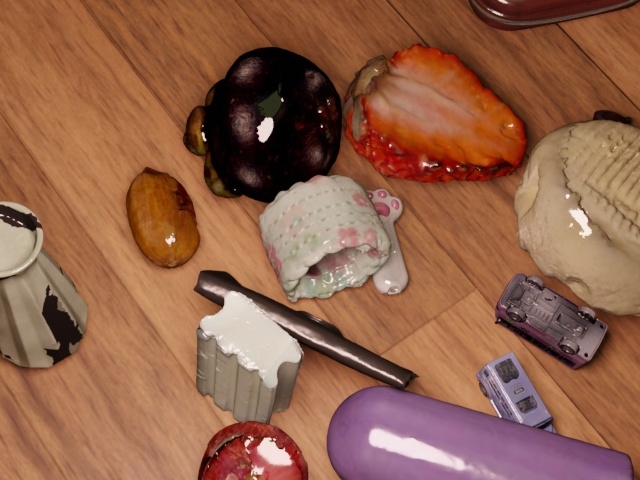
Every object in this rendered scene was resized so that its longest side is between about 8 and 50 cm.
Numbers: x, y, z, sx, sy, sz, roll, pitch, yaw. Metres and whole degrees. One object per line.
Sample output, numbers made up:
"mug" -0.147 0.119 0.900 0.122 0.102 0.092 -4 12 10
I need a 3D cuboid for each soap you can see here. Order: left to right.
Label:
"soap" -0.112 0.192 1.663 0.150 0.261 0.094 35 63 11

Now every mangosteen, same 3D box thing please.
"mangosteen" -0.100 -0.194 1.864 0.233 0.287 0.288 -7 63 -38

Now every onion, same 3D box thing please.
"onion" -0.095 0.359 1.662 0.184 0.147 0.184 4 103 16

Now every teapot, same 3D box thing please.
"teapot" 0.542 -0.213 2.028 0.100 0.045 0.068 -8 43 -27

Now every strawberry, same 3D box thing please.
"strawberry" 0.199 -0.196 1.945 0.336 0.149 0.265 22 58 -6

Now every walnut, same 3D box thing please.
"walnut" -0.272 -0.043 1.847 0.115 0.116 0.207 -17 60 -12

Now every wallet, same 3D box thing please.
"wallet" -0.018 0.146 1.731 0.377 0.197 0.051 26 89 8

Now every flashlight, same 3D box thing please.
"flashlight" 0.109 0.001 1.887 0.093 0.047 0.200 -6 65 -7

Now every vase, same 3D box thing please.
"vase" -0.446 0.073 1.632 0.165 0.360 0.165 2 65 -4

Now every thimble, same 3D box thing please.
"thimble" 0.000 0.000 1.811 0.211 0.185 0.149 -36 61 24

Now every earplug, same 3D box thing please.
"earplug" 0.228 0.355 1.651 0.456 0.215 0.215 18 65 7

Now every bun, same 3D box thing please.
"bun" 0.489 -0.033 1.840 0.359 0.211 0.360 11 55 -17

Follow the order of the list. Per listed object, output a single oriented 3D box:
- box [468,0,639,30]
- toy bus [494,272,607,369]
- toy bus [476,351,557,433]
"box" 0.465 -0.549 2.141 0.404 0.108 0.263 -13 66 -11
"toy bus" 0.381 0.138 1.822 0.178 0.098 0.087 32 68 7
"toy bus" 0.325 0.271 1.764 0.073 0.076 0.167 -24 69 -15
